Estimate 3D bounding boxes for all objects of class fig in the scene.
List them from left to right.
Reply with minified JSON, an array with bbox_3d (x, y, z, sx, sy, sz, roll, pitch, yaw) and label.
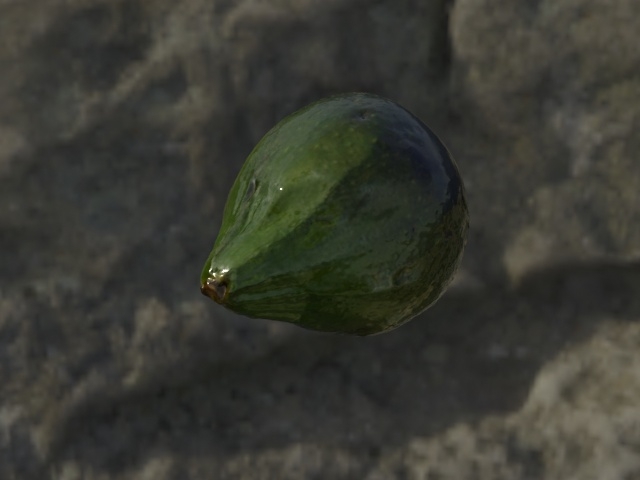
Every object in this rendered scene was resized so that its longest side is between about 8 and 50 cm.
[{"bbox_3d":[0.000,0.000,0.888,0.123,0.123,0.156,29,50,32],"label":"fig"}]
